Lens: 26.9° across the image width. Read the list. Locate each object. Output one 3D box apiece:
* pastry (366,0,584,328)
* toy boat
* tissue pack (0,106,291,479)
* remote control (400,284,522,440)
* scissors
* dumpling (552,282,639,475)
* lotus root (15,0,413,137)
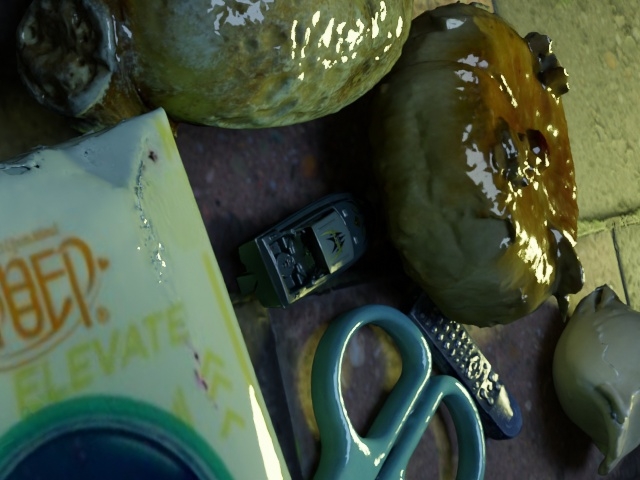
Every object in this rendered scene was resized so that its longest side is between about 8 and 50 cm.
[{"bbox_3d":[0.128,-0.061,1.036,0.257,0.120,0.236,66,30,-24],"label":"pastry"},{"bbox_3d":[0.000,0.000,0.954,0.141,0.060,0.055,-32,102,-51],"label":"toy boat"},{"bbox_3d":[-0.147,0.157,0.665,0.287,0.162,0.388,-23,96,-48],"label":"tissue pack"},{"bbox_3d":[0.115,0.102,1.077,0.152,0.027,0.043,55,51,-20],"label":"remote control"},{"bbox_3d":[-0.010,0.238,0.899,0.193,0.029,0.447,54,48,-23],"label":"scissors"},{"bbox_3d":[0.264,0.128,1.187,0.127,0.108,0.188,69,18,-44],"label":"dumpling"},{"bbox_3d":[-0.040,-0.157,0.867,0.349,0.175,0.175,-23,97,-55],"label":"lotus root"}]
